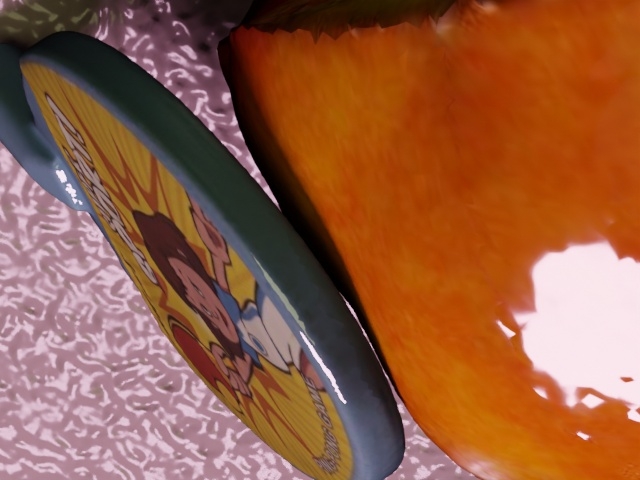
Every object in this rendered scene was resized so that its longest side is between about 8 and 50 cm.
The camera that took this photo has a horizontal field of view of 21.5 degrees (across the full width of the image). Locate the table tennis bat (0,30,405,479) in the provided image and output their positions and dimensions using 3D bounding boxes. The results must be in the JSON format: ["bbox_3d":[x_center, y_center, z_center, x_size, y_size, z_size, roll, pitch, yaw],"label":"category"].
[{"bbox_3d":[-0.072,-0.009,0.722,0.044,0.329,0.215,-37,132,-14],"label":"table tennis bat"}]

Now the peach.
[{"bbox_3d":[0.176,-0.051,0.630,0.406,0.335,0.310,-19,116,26],"label":"peach"}]
